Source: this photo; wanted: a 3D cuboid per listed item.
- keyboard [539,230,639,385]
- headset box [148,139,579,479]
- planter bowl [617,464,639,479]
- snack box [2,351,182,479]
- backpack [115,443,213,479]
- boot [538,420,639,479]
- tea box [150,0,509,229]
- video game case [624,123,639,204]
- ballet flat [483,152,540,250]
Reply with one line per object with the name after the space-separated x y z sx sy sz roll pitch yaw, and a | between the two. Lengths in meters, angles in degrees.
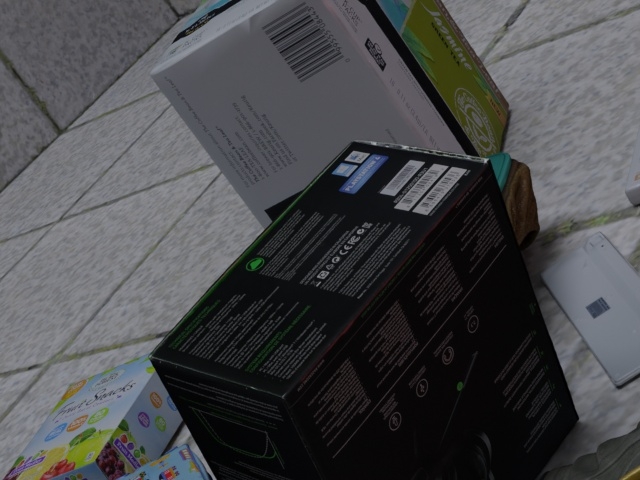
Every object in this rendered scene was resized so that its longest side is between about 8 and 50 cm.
0.247 0.054 1.326 0.072 0.014 0.256 -39 18 7 | keyboard
0.048 0.115 1.120 0.131 0.283 0.246 12 49 41 | headset box
0.234 0.205 0.856 0.217 0.090 0.217 -29 21 12 | planter bowl
-0.241 0.218 1.678 0.174 0.070 0.207 -24 20 33 | snack box
-0.155 0.269 1.293 0.173 0.117 0.158 -25 19 -5 | backpack
0.218 0.141 1.067 0.161 0.083 0.246 -29 18 36 | boot
0.026 -0.168 1.739 0.220 0.329 0.323 -27 21 24 | tea box
0.392 -0.123 1.478 0.201 0.023 0.183 -24 22 30 | video game case
0.135 0.028 1.390 0.116 0.124 0.342 -20 12 24 | ballet flat
